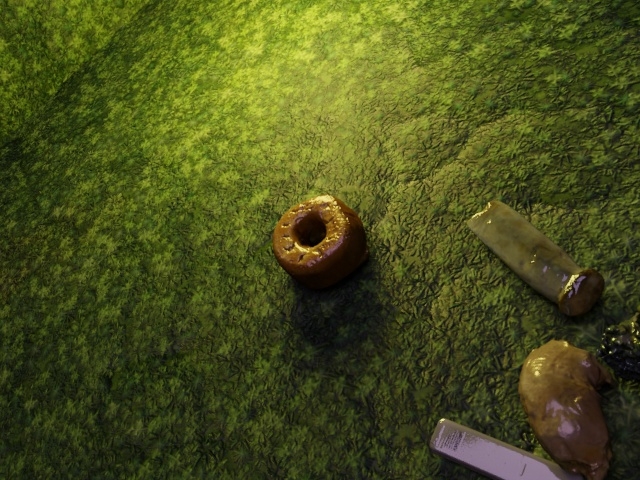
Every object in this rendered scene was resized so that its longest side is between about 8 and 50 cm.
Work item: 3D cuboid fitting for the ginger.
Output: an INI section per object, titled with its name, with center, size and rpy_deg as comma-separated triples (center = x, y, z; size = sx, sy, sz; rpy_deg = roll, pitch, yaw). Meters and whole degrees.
[ginger]
center = 0.409, 0.272, 1.073
size = 0.152, 0.138, 0.267
rpy_deg = -3, 53, 22

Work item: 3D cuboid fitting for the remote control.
[remote control]
center = 0.315, 0.385, 1.120
size = 0.261, 0.029, 0.067
rpy_deg = 15, 67, 32

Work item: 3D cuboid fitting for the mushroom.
[mushroom]
center = 0.417, 0.031, 1.268
size = 0.100, 0.081, 0.312
rpy_deg = -38, 45, -3

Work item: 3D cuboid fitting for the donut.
[donut]
center = -0.001, 0.002, 1.486
size = 0.227, 0.114, 0.226
rpy_deg = -14, 56, 21

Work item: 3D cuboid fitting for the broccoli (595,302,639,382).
[broccoli]
center = 0.585, 0.110, 1.099
size = 0.146, 0.165, 0.304
rpy_deg = -20, 29, 56
